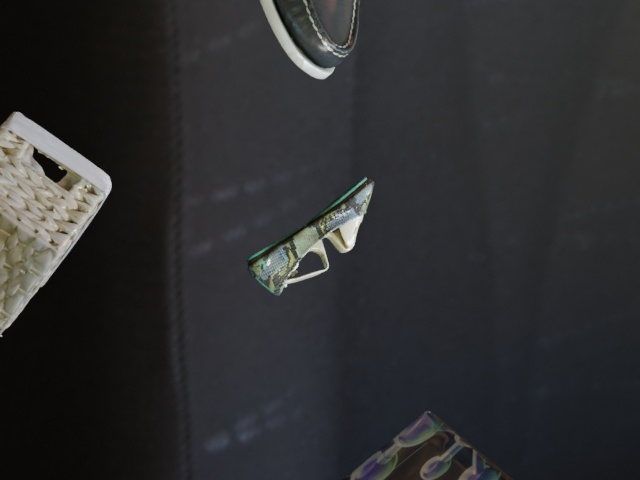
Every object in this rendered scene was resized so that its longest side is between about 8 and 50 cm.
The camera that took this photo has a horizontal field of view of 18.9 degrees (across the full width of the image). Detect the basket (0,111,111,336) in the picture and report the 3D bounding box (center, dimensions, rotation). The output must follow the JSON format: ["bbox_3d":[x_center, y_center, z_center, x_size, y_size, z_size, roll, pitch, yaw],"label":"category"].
[{"bbox_3d":[-0.277,-0.010,1.691,0.113,0.167,0.103,36,44,-6],"label":"basket"}]

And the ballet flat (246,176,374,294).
[{"bbox_3d":[0.000,0.000,2.212,0.188,0.070,0.070,-35,59,-20],"label":"ballet flat"}]

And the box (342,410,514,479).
[{"bbox_3d":[0.088,0.331,1.201,0.212,0.293,0.395,55,-8,-25],"label":"box"}]

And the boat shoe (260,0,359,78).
[{"bbox_3d":[-0.002,-0.284,1.655,0.114,0.091,0.302,24,50,-52],"label":"boat shoe"}]
